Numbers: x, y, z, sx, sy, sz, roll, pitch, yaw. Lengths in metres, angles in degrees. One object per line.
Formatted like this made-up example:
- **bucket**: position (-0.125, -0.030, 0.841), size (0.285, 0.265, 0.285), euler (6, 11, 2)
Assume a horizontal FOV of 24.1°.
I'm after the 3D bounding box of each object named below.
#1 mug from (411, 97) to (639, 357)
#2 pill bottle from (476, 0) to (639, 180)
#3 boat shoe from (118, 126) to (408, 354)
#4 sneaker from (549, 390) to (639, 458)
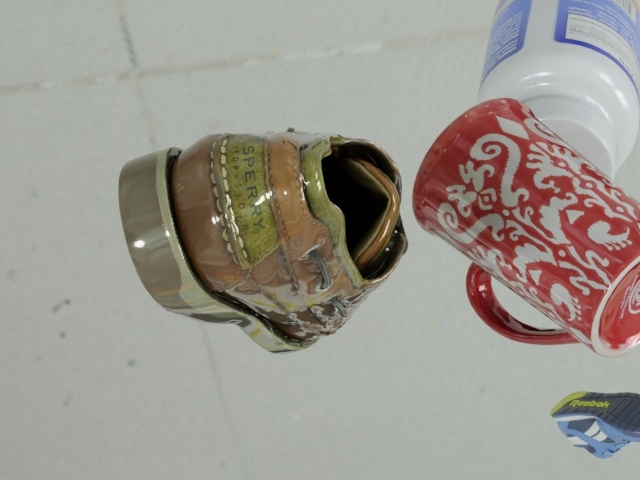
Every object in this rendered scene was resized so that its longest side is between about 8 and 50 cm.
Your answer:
- **mug**: position (0.162, 0.004, 1.008), size (0.169, 0.113, 0.150), euler (42, 164, 39)
- **pill bottle**: position (0.226, -0.141, 1.417), size (0.152, 0.272, 0.152), euler (7, 129, 9)
- **boat shoe**: position (0.000, 0.000, 0.821), size (0.104, 0.307, 0.110), euler (-16, 86, 15)
- **sneaker**: position (0.299, 0.190, 1.526), size (0.144, 0.053, 0.059), euler (0, 121, 60)
